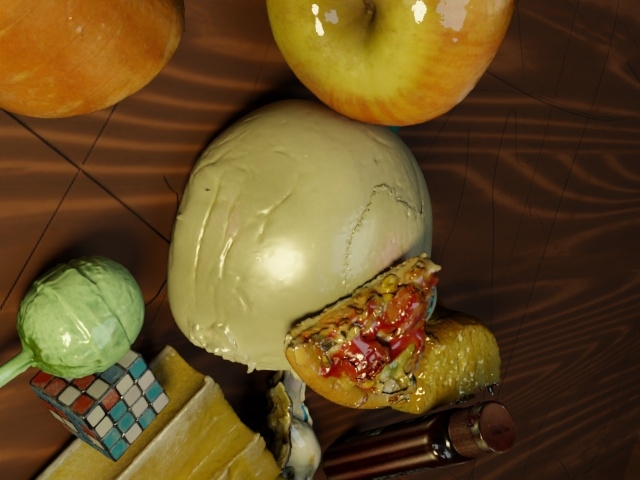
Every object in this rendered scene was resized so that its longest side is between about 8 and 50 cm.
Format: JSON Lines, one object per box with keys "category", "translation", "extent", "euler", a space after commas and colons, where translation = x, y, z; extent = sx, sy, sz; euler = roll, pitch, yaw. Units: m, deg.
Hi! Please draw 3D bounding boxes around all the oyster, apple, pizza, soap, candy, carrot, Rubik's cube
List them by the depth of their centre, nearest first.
{"category": "carrot", "translation": [-0.269, -0.228, 0.802], "extent": [0.331, 0.214, 0.193], "euler": [45, 44, -59]}
{"category": "candy", "translation": [-0.349, 0.164, 1.035], "extent": [0.440, 0.119, 0.119], "euler": [-39, 139, -25]}
{"category": "Rubik's cube", "translation": [-0.235, 0.162, 1.179], "extent": [0.092, 0.092, 0.092], "euler": [-49, 143, -25]}
{"category": "pizza", "translation": [0.064, 0.099, 1.190], "extent": [0.201, 0.053, 0.193], "euler": [19, 105, -37]}
{"category": "apple", "translation": [0.075, -0.271, 1.196], "extent": [0.233, 0.286, 0.286], "euler": [-48, 146, -51]}
{"category": "soap", "translation": [-0.200, 0.300, 1.284], "extent": [0.281, 0.143, 0.259], "euler": [-46, 139, -20]}
{"category": "oyster", "translation": [-0.047, 0.277, 1.507], "extent": [0.214, 0.083, 0.222], "euler": [15, 71, -87]}

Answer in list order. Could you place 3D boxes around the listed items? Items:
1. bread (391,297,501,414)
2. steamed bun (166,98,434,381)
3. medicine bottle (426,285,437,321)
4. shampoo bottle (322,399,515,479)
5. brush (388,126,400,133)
{"category": "bread", "translation": [0.168, 0.164, 1.697], "extent": [0.261, 0.160, 0.147], "euler": [-8, 110, -46]}
{"category": "steamed bun", "translation": [0.000, 0.000, 1.283], "extent": [0.334, 0.233, 0.312], "euler": [-22, 128, -48]}
{"category": "medicine bottle", "translation": [0.080, 0.068, 1.552], "extent": [0.191, 0.107, 0.107], "euler": [21, 92, -57]}
{"category": "shampoo bottle", "translation": [0.143, 0.298, 1.611], "extent": [0.129, 0.323, 0.084], "euler": [-6, 76, -38]}
{"category": "brush", "translation": [0.105, -0.188, 1.506], "extent": [0.193, 0.032, 0.043], "euler": [-60, 153, 12]}
